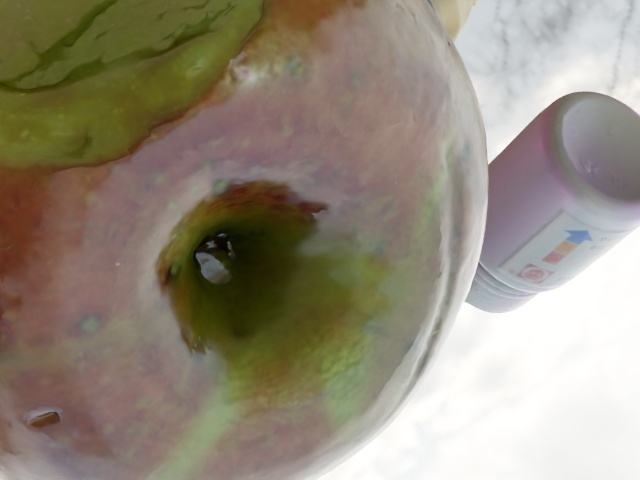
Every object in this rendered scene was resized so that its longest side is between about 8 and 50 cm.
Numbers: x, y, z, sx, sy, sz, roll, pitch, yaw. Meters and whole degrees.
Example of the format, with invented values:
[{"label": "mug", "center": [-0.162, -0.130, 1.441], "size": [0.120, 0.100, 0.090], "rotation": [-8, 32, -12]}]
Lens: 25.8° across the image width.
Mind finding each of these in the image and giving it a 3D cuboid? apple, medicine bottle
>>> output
[{"label": "apple", "center": [-0.088, -0.030, 0.731], "size": [0.339, 0.339, 0.339], "rotation": [-36, -166, 10]}, {"label": "medicine bottle", "center": [0.231, -0.032, 1.446], "size": [0.152, 0.152, 0.254], "rotation": [-48, 180, -35]}]

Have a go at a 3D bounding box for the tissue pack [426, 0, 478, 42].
[{"label": "tissue pack", "center": [-0.071, -0.283, 1.107], "size": [0.293, 0.382, 0.228], "rotation": [8, -125, 33]}]
